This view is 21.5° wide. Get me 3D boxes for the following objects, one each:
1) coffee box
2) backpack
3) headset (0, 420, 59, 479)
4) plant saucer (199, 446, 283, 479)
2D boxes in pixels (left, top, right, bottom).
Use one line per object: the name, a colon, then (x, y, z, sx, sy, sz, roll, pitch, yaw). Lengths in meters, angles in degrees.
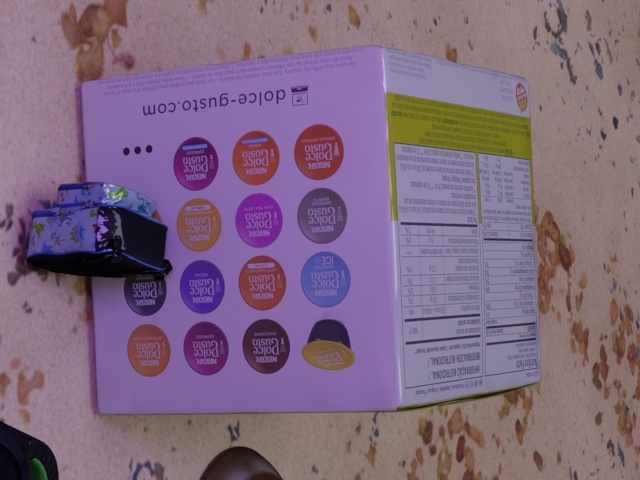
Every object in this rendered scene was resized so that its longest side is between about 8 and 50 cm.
coffee box: (0.000, 0.000, 1.699, 0.338, 0.337, 0.334, 0, 87, -61)
backpack: (-0.210, -0.009, 1.564, 0.105, 0.114, 0.084, 23, 66, -57)
headset: (-0.290, 0.266, 1.273, 0.243, 0.185, 0.394, -68, 163, 1)
plant saucer: (-0.075, 0.324, 1.833, 0.198, 0.036, 0.198, 8, 81, -59)
